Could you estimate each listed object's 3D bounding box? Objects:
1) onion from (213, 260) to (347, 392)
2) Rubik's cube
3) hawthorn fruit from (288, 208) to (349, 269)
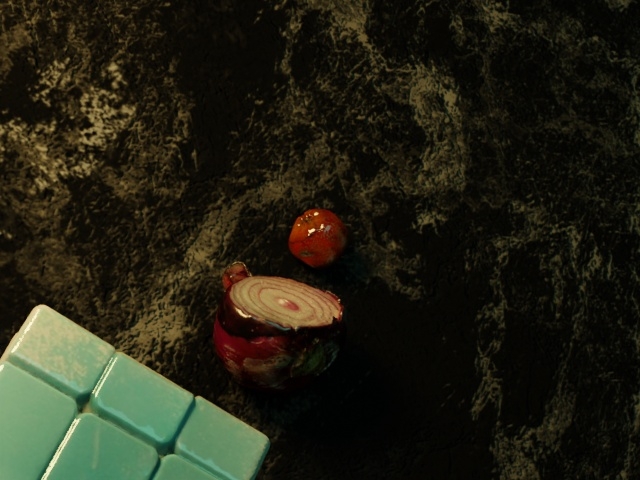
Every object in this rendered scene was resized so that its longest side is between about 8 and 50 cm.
[{"bbox_3d":[-0.077,0.115,1.917,0.195,0.140,0.218,-13,37,-38],"label":"onion"},{"bbox_3d":[-0.296,0.322,1.583,0.316,0.319,0.322,32,55,-7],"label":"Rubik's cube"},{"bbox_3d":[0.000,0.000,2.040,0.093,0.093,0.093,11,61,-21],"label":"hawthorn fruit"}]
